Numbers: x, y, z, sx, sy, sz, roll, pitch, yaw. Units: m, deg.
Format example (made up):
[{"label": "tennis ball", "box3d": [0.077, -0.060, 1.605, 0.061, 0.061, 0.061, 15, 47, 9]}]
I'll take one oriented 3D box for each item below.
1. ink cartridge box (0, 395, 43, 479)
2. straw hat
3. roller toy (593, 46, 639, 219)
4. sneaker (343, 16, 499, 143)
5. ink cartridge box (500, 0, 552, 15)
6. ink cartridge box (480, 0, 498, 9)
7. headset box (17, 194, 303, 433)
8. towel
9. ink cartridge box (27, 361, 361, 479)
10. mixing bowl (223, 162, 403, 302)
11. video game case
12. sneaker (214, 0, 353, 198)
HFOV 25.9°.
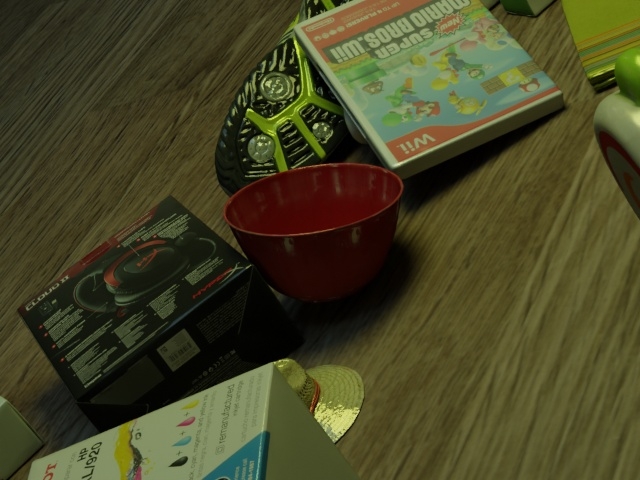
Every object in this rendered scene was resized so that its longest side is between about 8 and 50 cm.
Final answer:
[{"label": "ink cartridge box", "box3d": [-0.401, 0.219, 1.521, 0.127, 0.072, 0.175, -45, 31, -20]}, {"label": "straw hat", "box3d": [-0.036, 0.145, 1.274, 0.144, 0.061, 0.144, -26, 29, 15]}, {"label": "roller toy", "box3d": [0.322, -0.061, 1.097, 0.146, 0.209, 0.191, -32, 63, 3]}, {"label": "sneaker", "box3d": [0.127, -0.202, 1.622, 0.126, 0.091, 0.240, -1, 41, 44]}, {"label": "ink cartridge box", "box3d": [0.237, -0.386, 1.670, 0.109, 0.209, 0.062, -41, 31, -15]}, {"label": "ink cartridge box", "box3d": [0.169, -0.369, 1.876, 0.239, 0.060, 0.275, -41, 29, -13]}, {"label": "headset box", "box3d": [-0.181, 0.082, 1.469, 0.218, 0.110, 0.293, -38, 29, -10]}, {"label": "towel", "box3d": [0.331, -0.242, 1.555, 0.102, 0.021, 0.237, -20, 29, 13]}, {"label": "ink cartridge box", "box3d": [-0.100, 0.240, 1.076, 0.233, 0.168, 0.171, -24, 30, 18]}, {"label": "mixing bowl", "box3d": [0.000, 0.000, 1.400, 0.182, 0.098, 0.181, -8, 23, 4]}, {"label": "video game case", "box3d": [0.114, -0.197, 1.562, 0.204, 0.025, 0.285, -24, 47, -8]}, {"label": "sneaker", "box3d": [-0.005, -0.192, 1.731, 0.384, 0.145, 0.147, -59, -5, -22]}]
